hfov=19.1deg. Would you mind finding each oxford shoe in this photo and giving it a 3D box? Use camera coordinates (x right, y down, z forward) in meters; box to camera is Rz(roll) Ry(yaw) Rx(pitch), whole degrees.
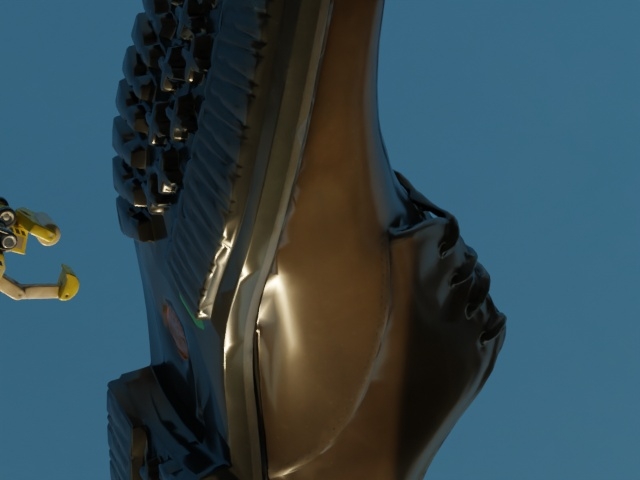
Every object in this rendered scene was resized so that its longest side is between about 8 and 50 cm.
[{"bbox_3d":[0.000,0.000,0.481,0.096,0.083,0.227,-9,-54,-21],"label":"oxford shoe"}]

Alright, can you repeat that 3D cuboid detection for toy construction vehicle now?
[{"bbox_3d":[-0.178,-0.003,0.981,0.098,0.086,0.035,20,-80,-32],"label":"toy construction vehicle"}]
